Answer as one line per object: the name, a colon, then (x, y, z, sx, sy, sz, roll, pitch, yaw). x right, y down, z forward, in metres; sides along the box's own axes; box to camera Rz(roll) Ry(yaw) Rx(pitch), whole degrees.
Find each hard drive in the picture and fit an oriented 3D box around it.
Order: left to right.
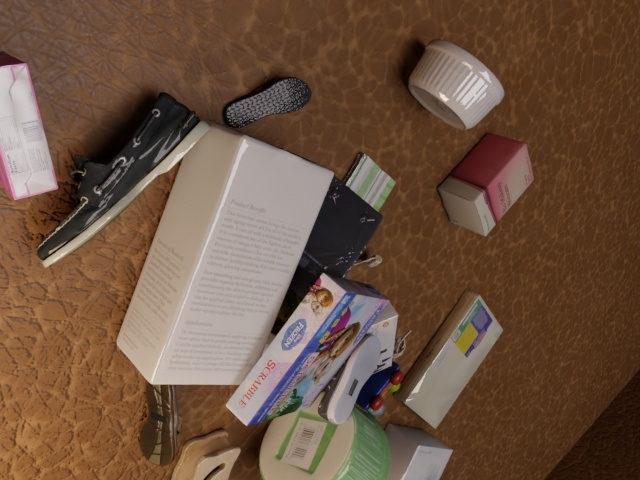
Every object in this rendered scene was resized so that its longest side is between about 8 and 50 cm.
hard drive: (0.000, 0.000, 1.293, 0.172, 0.054, 0.255, 39, 75, -7)

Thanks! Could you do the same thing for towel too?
towel: (0.108, -0.124, 1.417, 0.152, 0.023, 0.113, 33, 89, -48)

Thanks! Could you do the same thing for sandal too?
sandal: (-0.319, 0.364, 1.239, 0.060, 0.090, 0.219, -21, 119, -60)
sandal: (-0.103, -0.264, 1.144, 0.179, 0.040, 0.067, -23, 120, -16)

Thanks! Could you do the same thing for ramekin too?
ramekin: (0.001, 0.510, 1.443, 0.303, 0.303, 0.148, -48, 127, -13)
ramekin: (0.293, -0.339, 1.350, 0.109, 0.207, 0.207, -52, 136, 3)

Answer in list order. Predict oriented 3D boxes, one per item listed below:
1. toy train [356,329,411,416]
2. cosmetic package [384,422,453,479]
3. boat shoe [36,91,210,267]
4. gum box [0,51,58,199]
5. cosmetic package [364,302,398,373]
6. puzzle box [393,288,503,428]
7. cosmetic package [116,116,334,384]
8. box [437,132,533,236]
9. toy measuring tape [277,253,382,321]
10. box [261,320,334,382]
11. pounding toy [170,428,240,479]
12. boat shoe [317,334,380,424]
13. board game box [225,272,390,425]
toy train: (0.195, 0.377, 1.696, 0.248, 0.105, 0.143, -48, 145, -14)
cosmetic package: (0.269, 0.713, 1.894, 0.224, 0.138, 0.225, 26, 88, -46)
boat shoe: (-0.333, -0.106, 0.959, 0.340, 0.127, 0.113, -44, 105, -7)
gum box: (-0.431, -0.155, 0.841, 0.062, 0.107, 0.188, -22, 124, -33)
cosmetic package: (0.137, 0.257, 1.544, 0.099, 0.060, 0.239, -22, 141, -17)
puzzle box: (0.418, 0.383, 1.930, 0.409, 0.052, 0.272, -52, 135, -10)
cosmetic package: (-0.179, 0.031, 1.126, 0.230, 0.161, 0.453, 15, 100, -46)
box: (0.450, -0.153, 1.636, 0.232, 0.127, 0.148, -47, 135, -15)
toy measuring tape: (0.031, 0.125, 1.395, 0.330, 0.121, 0.121, -17, 121, -36)
box: (-0.036, 0.274, 1.456, 0.231, 0.056, 0.183, -10, 116, -39)
pounding toy: (-0.244, 0.579, 1.347, 0.154, 0.155, 0.269, 18, 98, -41)
boat shoe: (0.063, 0.319, 1.416, 0.080, 0.076, 0.228, 44, 62, -35)
board game box: (-0.010, 0.223, 1.253, 0.319, 0.066, 0.318, -54, 158, 7)
